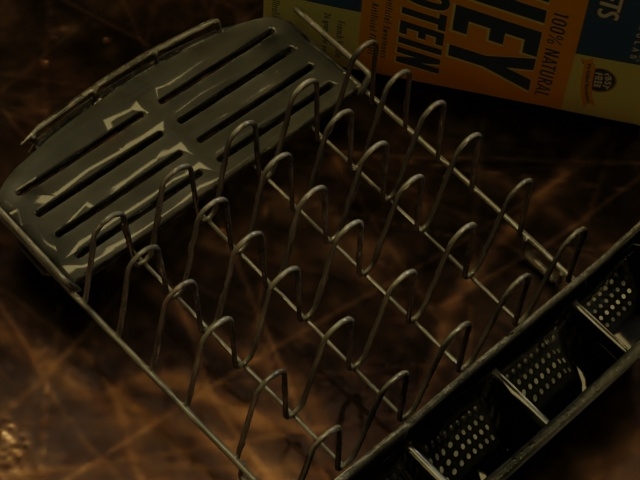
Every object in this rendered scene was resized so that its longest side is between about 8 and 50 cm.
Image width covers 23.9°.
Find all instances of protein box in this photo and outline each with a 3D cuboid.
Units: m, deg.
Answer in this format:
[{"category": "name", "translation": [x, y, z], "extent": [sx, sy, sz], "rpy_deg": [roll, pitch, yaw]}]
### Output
[{"category": "protein box", "translation": [0.091, -0.191, 0.776], "extent": [0.201, 0.136, 0.200], "rpy_deg": [12, 52, 6]}]

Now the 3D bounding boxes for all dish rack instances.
[{"category": "dish rack", "translation": [0.000, 0.000, 0.656], "extent": [0.208, 0.074, 0.271], "rpy_deg": [-36, 67, -28]}]
